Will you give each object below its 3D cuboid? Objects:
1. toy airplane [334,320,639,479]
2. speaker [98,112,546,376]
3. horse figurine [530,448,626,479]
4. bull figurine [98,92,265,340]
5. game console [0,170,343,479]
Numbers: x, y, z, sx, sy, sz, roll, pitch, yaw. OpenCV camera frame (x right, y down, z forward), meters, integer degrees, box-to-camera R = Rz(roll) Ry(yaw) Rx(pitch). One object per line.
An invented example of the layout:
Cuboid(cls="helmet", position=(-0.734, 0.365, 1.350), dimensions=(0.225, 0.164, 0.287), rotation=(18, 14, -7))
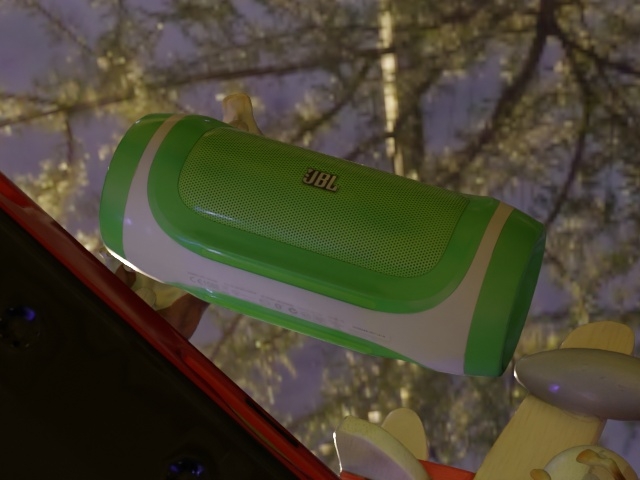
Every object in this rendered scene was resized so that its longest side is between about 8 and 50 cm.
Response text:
Cuboid(cls="toy airplane", position=(0.182, 0.248, 1.174), dimensions=(0.384, 0.272, 0.386), rotation=(-8, -123, -17))
Cuboid(cls="speaker", position=(0.000, 0.000, 0.946), dimensions=(0.296, 0.131, 0.131), rotation=(17, -135, 15))
Cuboid(cls="horse figurine", position=(0.288, 0.195, 1.009), dimensions=(0.263, 0.066, 0.174), rotation=(-28, -126, -17))
Cuboid(cls="bull figurine", position=(-0.121, -0.021, 1.309), dimensions=(0.101, 0.188, 0.310), rotation=(18, -108, 14))
Cuboid(cls="game console", position=(-0.174, 0.166, 0.568), dimensions=(0.386, 0.060, 0.342), rotation=(41, -93, 6))
